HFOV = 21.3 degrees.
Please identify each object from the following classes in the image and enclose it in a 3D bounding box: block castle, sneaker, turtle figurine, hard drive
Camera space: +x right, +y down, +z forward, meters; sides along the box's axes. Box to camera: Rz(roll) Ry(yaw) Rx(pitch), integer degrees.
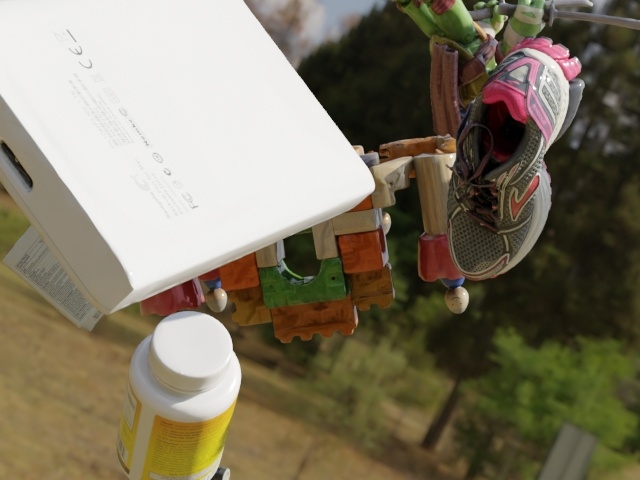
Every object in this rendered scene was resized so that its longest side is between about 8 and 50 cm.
[{"bbox_3d":[0.000,0.000,2.246,0.453,0.213,0.303,-7,9,12],"label":"block castle"},{"bbox_3d":[0.181,-0.076,1.810,0.121,0.299,0.112,28,44,21],"label":"sneaker"},{"bbox_3d":[0.189,-0.269,1.917,0.266,0.274,0.198,41,27,-20],"label":"turtle figurine"},{"bbox_3d":[-0.101,-0.077,1.100,0.203,0.040,0.307,54,30,7],"label":"hard drive"}]

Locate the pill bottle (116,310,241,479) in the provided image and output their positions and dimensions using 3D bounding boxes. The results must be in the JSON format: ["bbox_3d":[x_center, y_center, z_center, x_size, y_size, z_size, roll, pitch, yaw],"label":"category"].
[{"bbox_3d":[-0.150,0.171,1.805,0.117,0.117,0.215,25,-40,7],"label":"pill bottle"}]

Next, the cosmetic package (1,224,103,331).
[{"bbox_3d":[-0.271,0.037,1.794,0.115,0.060,0.041,40,-1,15],"label":"cosmetic package"}]

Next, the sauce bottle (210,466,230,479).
[{"bbox_3d":[-0.175,0.278,2.102,0.128,0.042,0.042,11,-5,14],"label":"sauce bottle"}]
